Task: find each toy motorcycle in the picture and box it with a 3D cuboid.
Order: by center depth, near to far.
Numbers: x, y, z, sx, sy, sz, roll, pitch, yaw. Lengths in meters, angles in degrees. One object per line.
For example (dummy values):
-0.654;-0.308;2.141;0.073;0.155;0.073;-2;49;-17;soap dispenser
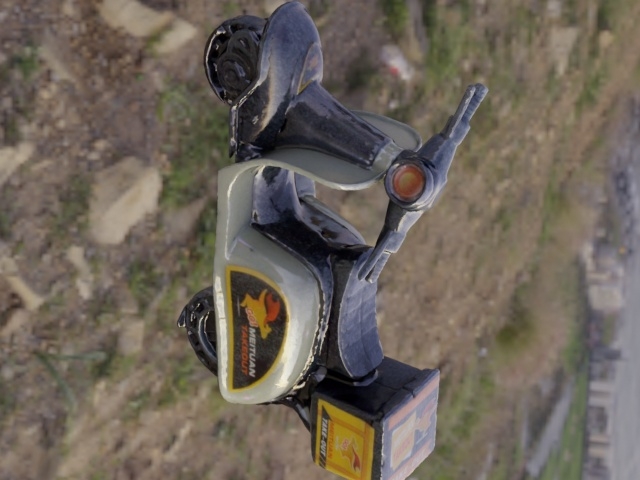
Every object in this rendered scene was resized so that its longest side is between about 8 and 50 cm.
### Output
0.000;0.000;0.687;0.091;0.157;0.263;-35;137;-47;toy motorcycle
